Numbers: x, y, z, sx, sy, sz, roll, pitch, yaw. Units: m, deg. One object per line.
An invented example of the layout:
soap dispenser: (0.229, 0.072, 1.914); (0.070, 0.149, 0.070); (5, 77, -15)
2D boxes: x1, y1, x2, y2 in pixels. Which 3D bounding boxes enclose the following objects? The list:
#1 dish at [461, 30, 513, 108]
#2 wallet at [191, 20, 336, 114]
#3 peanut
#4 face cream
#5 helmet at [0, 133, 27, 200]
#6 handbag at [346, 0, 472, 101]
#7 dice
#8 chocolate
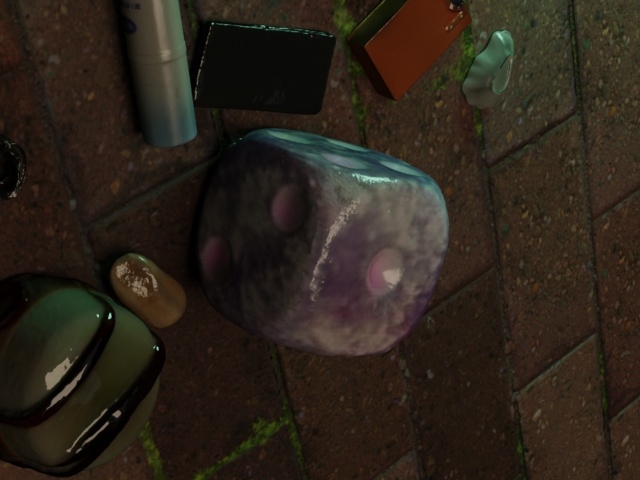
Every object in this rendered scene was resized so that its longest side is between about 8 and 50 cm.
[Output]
dish: (0.292, -0.280, 2.349); (0.091, 0.039, 0.137); (21, 95, -46)
wallet: (-0.081, -0.244, 2.026); (0.244, 0.025, 0.124); (-2, 110, -44)
peanut: (-0.243, 0.069, 1.986); (0.076, 0.076, 0.152); (-53, 137, -11)
face cream: (-0.215, -0.249, 1.861); (0.077, 0.077, 0.250); (-27, 123, -32)
helmet: (-0.425, -0.090, 1.742); (0.123, 0.070, 0.098); (-18, 129, -33)
handbag: (0.139, -0.324, 2.176); (0.190, 0.063, 0.127); (-47, 133, -12)
dice: (0.000, 0.000, 2.037); (0.270, 0.271, 0.270); (5, 106, -44)
chocolate: (-0.337, 0.191, 1.869); (0.284, 0.186, 0.283); (-19, 121, -36)
